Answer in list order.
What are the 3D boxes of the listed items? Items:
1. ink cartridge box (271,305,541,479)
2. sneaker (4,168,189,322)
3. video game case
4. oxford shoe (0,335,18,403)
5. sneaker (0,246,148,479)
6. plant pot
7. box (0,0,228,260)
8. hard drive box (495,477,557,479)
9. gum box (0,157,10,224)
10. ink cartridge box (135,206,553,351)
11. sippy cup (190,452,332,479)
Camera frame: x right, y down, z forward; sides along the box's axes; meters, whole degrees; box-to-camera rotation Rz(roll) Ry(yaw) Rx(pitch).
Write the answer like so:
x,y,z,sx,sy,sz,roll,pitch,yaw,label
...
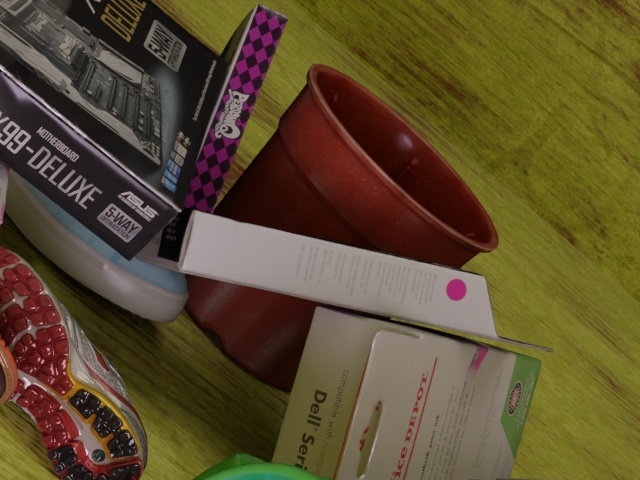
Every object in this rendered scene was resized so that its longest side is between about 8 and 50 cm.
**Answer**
x,y,z,sx,sy,sz,roll,pitch,yaw,label
0.065,0.179,1.718,0.119,0.207,0.353,15,-1,30,ink cartridge box
-0.238,-0.084,1.783,0.366,0.150,0.135,46,17,7,sneaker
-0.110,-0.107,1.883,0.042,0.232,0.210,23,-15,-9,video game case
-0.344,0.051,1.324,0.271,0.097,0.098,36,37,-11,oxford shoe
-0.217,0.106,1.476,0.225,0.088,0.093,59,8,-2,sneaker
0.000,0.000,1.948,0.272,0.265,0.272,41,16,-14,plant pot
-0.216,-0.150,1.656,0.242,0.076,0.307,40,26,-16,box
0.249,0.360,1.791,0.232,0.181,0.089,34,-25,-33,hard drive box
-0.317,-0.032,1.528,0.062,0.107,0.188,38,17,-21,gum box
0.024,0.035,1.713,0.371,0.069,0.176,15,-2,-19,ink cartridge box
-0.012,0.305,1.255,0.240,0.305,0.224,-1,-35,41,sippy cup
